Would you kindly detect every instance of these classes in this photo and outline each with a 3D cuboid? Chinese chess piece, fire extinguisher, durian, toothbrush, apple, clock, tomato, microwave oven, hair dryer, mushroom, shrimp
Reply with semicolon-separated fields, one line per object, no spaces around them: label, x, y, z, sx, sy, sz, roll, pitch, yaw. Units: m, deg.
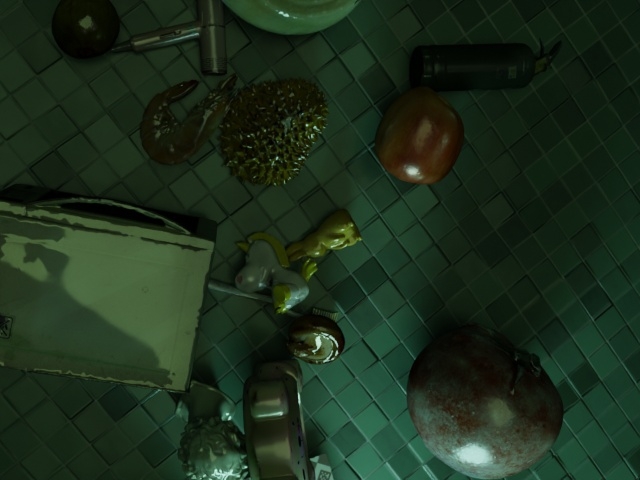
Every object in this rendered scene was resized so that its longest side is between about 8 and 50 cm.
Chinese chess piece;-0.054;-0.567;1.614;0.350;0.146;0.349;-2;94;-23
fire extinguisher;0.343;-0.364;1.765;0.311;0.095;0.114;-3;122;-13
durian;-0.093;-0.215;1.672;0.183;0.138;0.249;30;94;-22
toothbrush;-0.138;0.114;1.738;0.375;0.028;0.037;17;85;-14
apple;0.199;-0.210;1.708;0.199;0.199;0.199;-1;95;-12
clock;-0.077;0.370;1.615;0.114;0.309;0.283;-6;85;0
tomato;0.331;0.320;1.717;0.317;0.316;0.282;31;106;-13
microwave oven;-0.404;0.081;1.553;0.395;0.247;0.332;11;94;-8
hair dryer;-0.295;-0.417;1.653;0.221;0.053;0.195;-2;95;-6
mushroom;-0.009;0.204;1.732;0.127;0.127;0.087;23;46;-13
shrimp;-0.257;-0.251;1.667;0.133;0.053;0.236;45;96;5

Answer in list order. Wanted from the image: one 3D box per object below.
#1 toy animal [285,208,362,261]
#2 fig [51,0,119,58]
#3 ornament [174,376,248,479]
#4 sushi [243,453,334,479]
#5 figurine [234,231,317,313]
toy animal;0.000;-0.001;1.747;0.159;0.083;0.070;-32;127;3
fig;-0.451;-0.452;1.596;0.124;0.124;0.236;-14;74;-11
ornament;-0.217;0.346;1.620;0.130;0.285;0.120;28;102;-28
sushi;-0.063;0.580;1.788;0.220;0.047;0.231;-16;93;-6
figurine;-0.101;0.062;1.705;0.178;0.109;0.129;31;78;14
